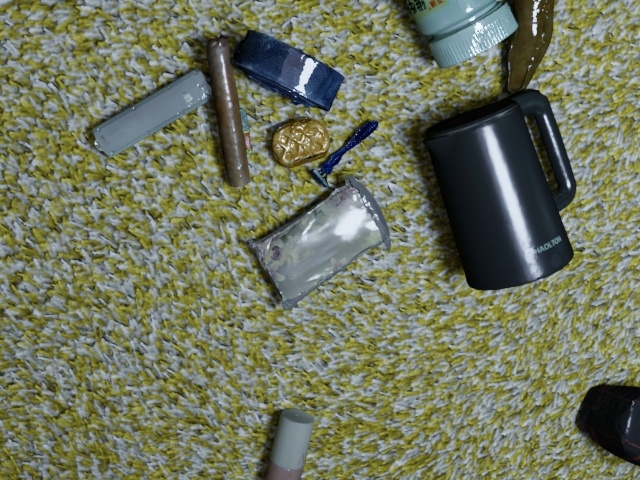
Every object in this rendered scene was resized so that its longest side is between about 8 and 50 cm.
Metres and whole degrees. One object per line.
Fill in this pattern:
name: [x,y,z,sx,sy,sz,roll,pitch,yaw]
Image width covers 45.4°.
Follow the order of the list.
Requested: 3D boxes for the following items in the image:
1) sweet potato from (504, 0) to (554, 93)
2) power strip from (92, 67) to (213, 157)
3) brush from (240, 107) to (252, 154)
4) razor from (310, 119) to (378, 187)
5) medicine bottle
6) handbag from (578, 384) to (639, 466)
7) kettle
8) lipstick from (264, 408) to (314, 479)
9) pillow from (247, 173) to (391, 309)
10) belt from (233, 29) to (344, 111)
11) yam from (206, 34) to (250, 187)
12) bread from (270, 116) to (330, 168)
sweet potato: [0.374,-0.416,1.413,0.112,0.085,0.286,5,115,22]
power strip: [-0.281,-0.228,1.335,0.252,0.027,0.060,-31,105,-4]
brush: [-0.135,-0.195,1.375,0.018,0.021,0.083,-13,104,-14]
razor: [0.047,-0.168,1.414,0.154,0.028,0.044,-45,114,1]
medicine bottle: [0.203,-0.474,1.318,0.158,0.158,0.318,-31,106,-4]
handbag: [0.663,0.386,1.582,0.215,0.169,0.155,23,80,-14]
kettle: [0.350,-0.097,1.401,0.262,0.203,0.308,-19,102,6]
lipstick: [-0.072,0.461,1.495,0.070,0.070,0.255,11,99,-14]
pillow: [0.000,0.000,1.424,0.255,0.059,0.169,-32,105,-2]
belt: [-0.058,-0.288,1.310,0.190,0.141,0.082,24,94,-14]
yam: [-0.161,-0.223,1.335,0.046,0.046,0.264,-11,112,-9]
bread: [-0.037,-0.178,1.387,0.110,0.044,0.083,-19,103,-5]
